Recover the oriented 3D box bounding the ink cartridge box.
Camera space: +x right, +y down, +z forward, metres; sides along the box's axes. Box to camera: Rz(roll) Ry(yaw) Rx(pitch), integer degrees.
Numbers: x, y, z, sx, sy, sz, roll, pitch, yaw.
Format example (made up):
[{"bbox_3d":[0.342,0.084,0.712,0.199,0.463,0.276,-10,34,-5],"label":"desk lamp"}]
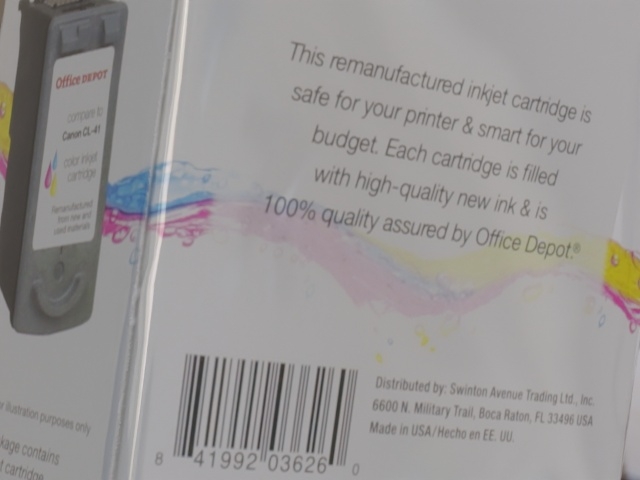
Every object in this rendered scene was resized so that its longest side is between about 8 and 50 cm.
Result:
[{"bbox_3d":[0.000,0.000,0.691,0.226,0.306,0.131,10,177,-37],"label":"ink cartridge box"}]
